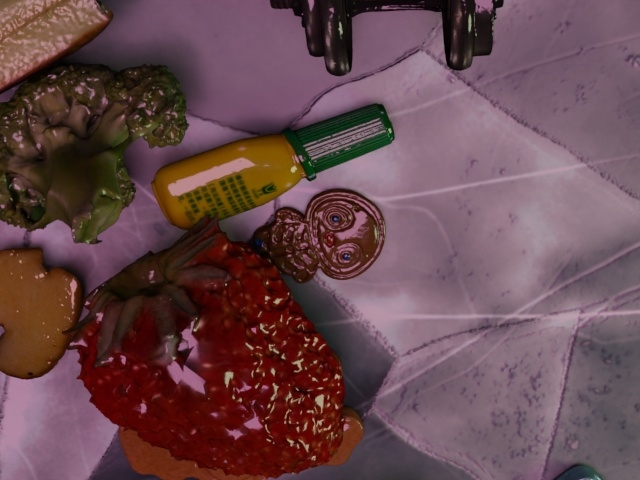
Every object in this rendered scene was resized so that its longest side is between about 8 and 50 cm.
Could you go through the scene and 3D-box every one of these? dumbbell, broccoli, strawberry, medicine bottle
[{"bbox_3d":[0.086,-0.287,1.320,0.290,0.192,0.192,-1,109,4],"label":"dumbbell"},{"bbox_3d":[-0.262,-0.096,1.376,0.254,0.302,0.186,-51,141,-20],"label":"broccoli"},{"bbox_3d":[-0.138,0.165,1.442,0.292,0.292,0.343,-25,116,10],"label":"strawberry"},{"bbox_3d":[-0.057,-0.096,1.449,0.309,0.076,0.111,-19,148,4],"label":"medicine bottle"}]

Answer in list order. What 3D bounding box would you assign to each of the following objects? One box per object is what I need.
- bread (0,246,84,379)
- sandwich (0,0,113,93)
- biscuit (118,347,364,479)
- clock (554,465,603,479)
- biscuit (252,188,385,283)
[{"bbox_3d":[-0.391,0.093,1.544,0.149,0.065,0.187,27,112,4],"label":"bread"},{"bbox_3d":[-0.359,-0.256,1.367,0.236,0.128,0.122,-24,122,8],"label":"sandwich"},{"bbox_3d":[-0.114,0.252,1.594,0.334,0.047,0.202,-13,109,7],"label":"biscuit"},{"bbox_3d":[0.378,0.394,1.626,0.147,0.045,0.108,43,107,-13],"label":"clock"},{"bbox_3d":[0.000,0.000,1.511,0.175,0.026,0.124,-15,108,7],"label":"biscuit"}]
